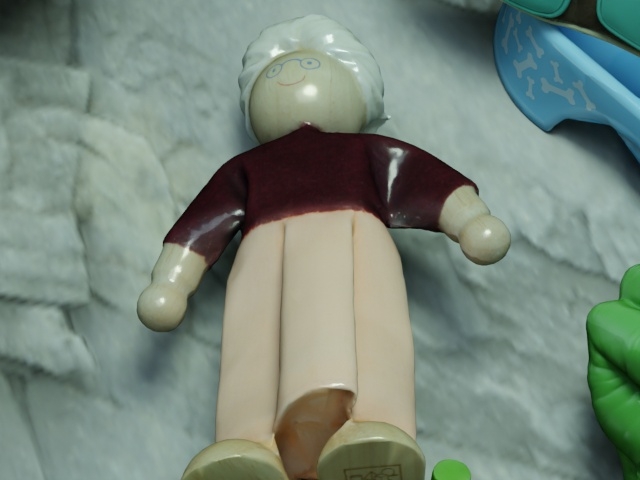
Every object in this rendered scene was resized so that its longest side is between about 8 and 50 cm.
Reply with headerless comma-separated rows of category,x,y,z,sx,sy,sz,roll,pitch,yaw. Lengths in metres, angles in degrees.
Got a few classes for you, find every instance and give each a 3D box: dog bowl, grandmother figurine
dog bowl,0.238,-0.097,1.120,0.166,0.074,0.297,-39,69,-18
grandmother figurine,0.000,0.000,1.018,0.208,0.104,0.342,-2,46,-2

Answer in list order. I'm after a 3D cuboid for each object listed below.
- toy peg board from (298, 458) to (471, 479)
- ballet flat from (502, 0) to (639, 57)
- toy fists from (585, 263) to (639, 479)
toy peg board,0.002,0.169,0.951,0.161,0.079,0.161,14,40,8
ballet flat,0.169,-0.161,1.078,0.248,0.086,0.086,34,68,15
toy fists,0.283,0.057,0.998,0.279,0.096,0.142,-10,89,-3
